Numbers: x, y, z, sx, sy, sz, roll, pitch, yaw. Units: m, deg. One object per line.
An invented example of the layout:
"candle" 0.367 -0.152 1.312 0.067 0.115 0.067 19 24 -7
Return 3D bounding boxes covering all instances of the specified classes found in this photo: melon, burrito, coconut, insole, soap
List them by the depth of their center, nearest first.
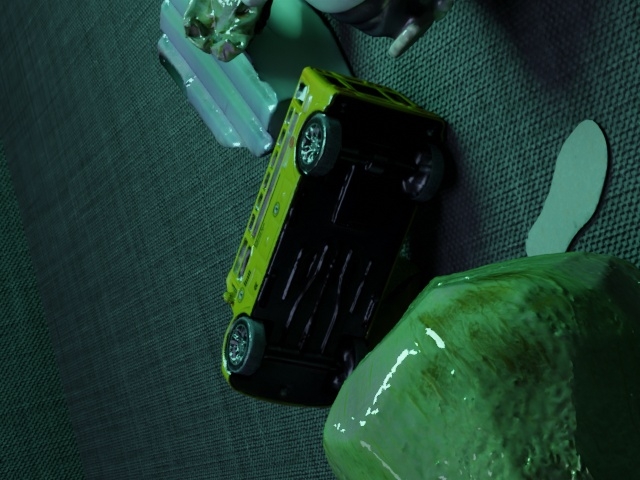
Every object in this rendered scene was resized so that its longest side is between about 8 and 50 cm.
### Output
"coconut" 0.159 0.148 1.329 0.328 0.328 0.281 57 168 38
"insole" 0.217 -0.030 1.471 0.065 0.004 0.197 61 152 33
"burrito" -0.066 -0.340 1.766 0.096 0.066 0.309 20 95 31
"melon" 0.049 0.080 1.814 0.128 0.079 0.160 52 147 42
"soap" -0.081 -0.212 1.923 0.324 0.109 0.193 -126 32 -44

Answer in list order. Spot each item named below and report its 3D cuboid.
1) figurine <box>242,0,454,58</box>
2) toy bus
"figurine" 0.052 -0.359 1.430 0.253 0.211 0.361 -80 -1 -50
"toy bus" 0.000 0.000 1.699 0.151 0.145 0.331 48 121 58
